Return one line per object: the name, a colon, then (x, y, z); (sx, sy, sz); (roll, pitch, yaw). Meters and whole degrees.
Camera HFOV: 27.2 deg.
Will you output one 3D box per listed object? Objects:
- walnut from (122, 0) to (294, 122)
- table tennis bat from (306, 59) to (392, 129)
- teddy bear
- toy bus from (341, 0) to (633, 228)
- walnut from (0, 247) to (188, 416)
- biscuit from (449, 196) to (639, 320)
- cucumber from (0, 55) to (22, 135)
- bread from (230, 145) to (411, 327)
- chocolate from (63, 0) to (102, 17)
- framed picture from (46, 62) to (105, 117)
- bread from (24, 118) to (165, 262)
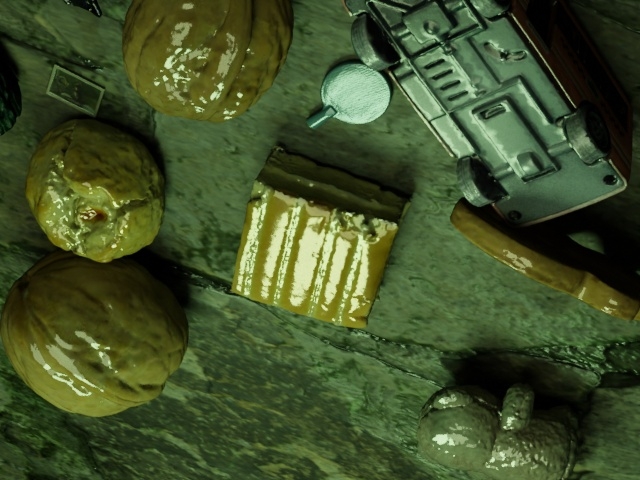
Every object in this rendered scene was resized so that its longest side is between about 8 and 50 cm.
walnut: (-0.153, -0.289, 1.821); (0.224, 0.257, 0.257); (7, 140, -28)
table tennis bat: (0.038, -0.206, 1.941); (0.100, 0.019, 0.155); (44, 129, -17)
teddy bear: (0.292, 0.326, 2.197); (0.267, 0.151, 0.236); (19, 131, 5)
toy bus: (0.226, -0.236, 1.699); (0.203, 0.233, 0.427); (-21, 120, 34)
walnut: (-0.383, 0.158, 2.254); (0.313, 0.277, 0.252); (43, 163, -22)
biscuit: (0.335, 0.034, 1.854); (0.354, 0.275, 0.052); (19, 105, -28)
cucumber: (-0.529, -0.271, 2.075); (0.085, 0.115, 0.193); (-27, 119, -12)
bread: (0.000, 0.000, 2.068); (0.239, 0.111, 0.246); (17, 130, 4)
chocolate: (-0.335, -0.447, 1.815); (0.148, 0.126, 0.343); (6, 131, 12)
framed picture: (-0.387, -0.236, 2.095); (0.089, 0.007, 0.066); (27, 133, -2)
bread: (-0.369, -0.072, 2.130); (0.244, 0.134, 0.245); (8, 124, 12)
